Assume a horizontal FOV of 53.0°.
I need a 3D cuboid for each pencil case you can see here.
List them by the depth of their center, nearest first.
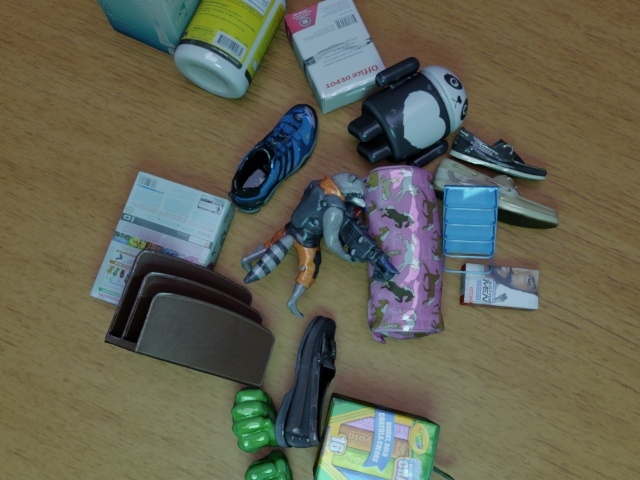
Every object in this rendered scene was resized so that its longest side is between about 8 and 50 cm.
[{"bbox_3d":[0.180,0.032,1.433,0.160,0.167,0.386,5,76,-32],"label":"pencil case"}]

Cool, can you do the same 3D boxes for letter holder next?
[{"bbox_3d":[-0.248,0.157,1.332,0.301,0.152,0.215,27,74,-37],"label":"letter holder"}]

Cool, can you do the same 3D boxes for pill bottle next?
[{"bbox_3d":[-0.197,-0.526,1.530,0.187,0.188,0.334,24,79,5],"label":"pill bottle"}]

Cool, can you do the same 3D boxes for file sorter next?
[{"bbox_3d":[0.329,-0.023,1.416,0.118,0.104,0.170,2,120,13],"label":"file sorter"}]

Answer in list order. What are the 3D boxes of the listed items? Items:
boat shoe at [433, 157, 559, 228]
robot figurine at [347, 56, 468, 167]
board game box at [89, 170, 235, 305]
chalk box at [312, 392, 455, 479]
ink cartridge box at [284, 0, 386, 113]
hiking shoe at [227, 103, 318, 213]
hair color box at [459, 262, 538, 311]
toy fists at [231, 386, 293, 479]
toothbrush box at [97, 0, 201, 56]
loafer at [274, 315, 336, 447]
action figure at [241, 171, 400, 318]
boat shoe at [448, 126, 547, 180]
[{"bbox_3d":[0.411,-0.109,1.488,0.302,0.109,0.098,19,80,10],"label":"boat shoe"},{"bbox_3d":[0.207,-0.287,1.487,0.278,0.209,0.174,-30,67,-5],"label":"robot figurine"},{"bbox_3d":[-0.354,0.025,1.465,0.223,0.097,0.304,19,78,4],"label":"board game box"},{"bbox_3d":[0.143,0.443,1.339,0.288,0.180,0.179,14,79,2],"label":"chalk box"},{"bbox_3d":[0.037,-0.452,1.559,0.171,0.100,0.237,-23,78,-4],"label":"ink cartridge box"},{"bbox_3d":[-0.099,-0.198,1.491,0.113,0.132,0.304,31,80,6],"label":"hiking shoe"},{"bbox_3d":[0.408,0.107,1.469,0.167,0.053,0.093,5,78,0],"label":"hair color box"},{"bbox_3d":[-0.117,0.445,1.349,0.096,0.142,0.279,-16,79,8],"label":"toy fists"},{"bbox_3d":[-0.402,-0.571,1.485,0.216,0.295,0.126,25,80,6],"label":"toothbrush box"},{"bbox_3d":[-0.004,0.299,1.363,0.095,0.109,0.303,0,51,27],"label":"loafer"},{"bbox_3d":[0.000,0.000,1.381,0.330,0.178,0.341,-55,46,6],"label":"action figure"},{"bbox_3d":[0.425,-0.198,1.510,0.233,0.084,0.079,21,96,6],"label":"boat shoe"}]
